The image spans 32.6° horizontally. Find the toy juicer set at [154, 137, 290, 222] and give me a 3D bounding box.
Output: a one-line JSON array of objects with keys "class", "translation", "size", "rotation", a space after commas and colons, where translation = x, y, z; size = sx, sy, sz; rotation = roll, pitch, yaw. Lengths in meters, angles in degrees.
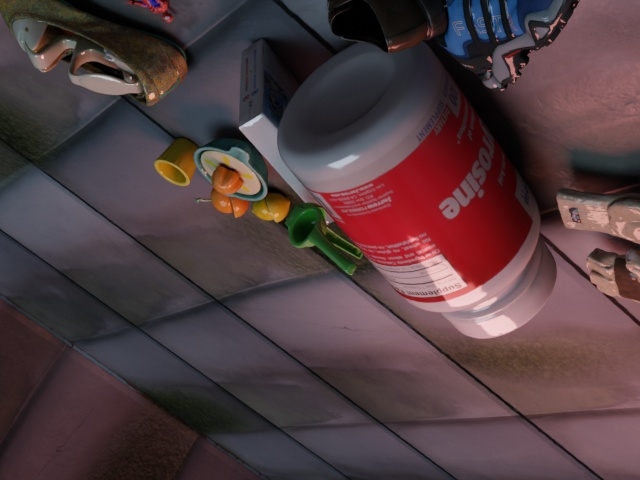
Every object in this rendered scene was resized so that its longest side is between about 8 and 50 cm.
[{"class": "toy juicer set", "translation": [-0.118, -0.092, 1.797], "size": [0.329, 0.089, 0.209], "rotation": [-6, 137, 50]}]

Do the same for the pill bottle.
[{"class": "pill bottle", "translation": [0.144, -0.054, 1.437], "size": [0.229, 0.229, 0.407], "rotation": [1, 143, 45]}]

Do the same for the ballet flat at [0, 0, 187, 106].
[{"class": "ballet flat", "translation": [-0.370, -0.292, 1.657], "size": [0.348, 0.123, 0.123], "rotation": [22, 154, 15]}]

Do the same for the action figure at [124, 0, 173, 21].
[{"class": "action figure", "translation": [-0.254, -0.347, 1.541], "size": [0.115, 0.030, 0.038], "rotation": [36, 149, -18]}]

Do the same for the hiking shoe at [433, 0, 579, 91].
[{"class": "hiking shoe", "translation": [0.193, -0.261, 1.139], "size": [0.132, 0.113, 0.304], "rotation": [29, 155, -2]}]

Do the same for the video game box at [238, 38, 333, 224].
[{"class": "video game box", "translation": [-0.036, -0.149, 1.507], "size": [0.048, 0.187, 0.205], "rotation": [-29, 126, 18]}]

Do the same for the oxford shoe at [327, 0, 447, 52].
[{"class": "oxford shoe", "translation": [0.035, -0.279, 1.234], "size": [0.227, 0.096, 0.083], "rotation": [42, 158, 43]}]

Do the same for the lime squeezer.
[{"class": "lime squeezer", "translation": [0.000, 0.000, 1.400], "size": [0.110, 0.059, 0.310], "rotation": [52, -176, 0]}]

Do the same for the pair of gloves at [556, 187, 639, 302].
[{"class": "pair of gloves", "translation": [0.431, 0.015, 1.436], "size": [0.204, 0.042, 0.240], "rotation": [11, 148, 41]}]
